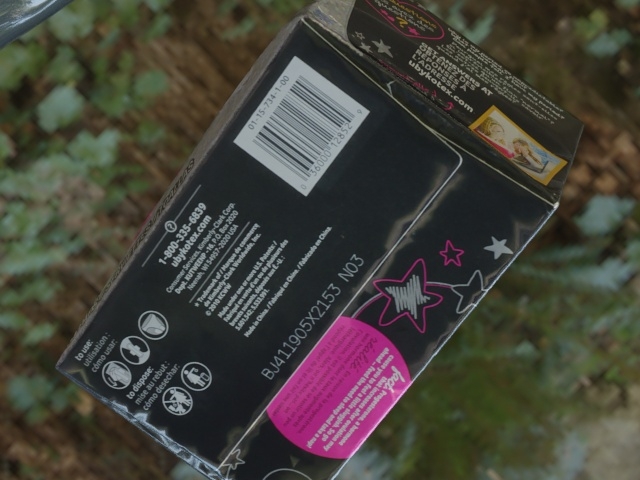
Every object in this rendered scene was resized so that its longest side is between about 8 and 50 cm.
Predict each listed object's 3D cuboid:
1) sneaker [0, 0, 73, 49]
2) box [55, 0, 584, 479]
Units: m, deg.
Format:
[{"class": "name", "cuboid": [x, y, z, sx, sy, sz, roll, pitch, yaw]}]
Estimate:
[{"class": "sneaker", "cuboid": [-0.145, -0.123, 0.478, 0.118, 0.222, 0.083, -46, -140, -3]}, {"class": "box", "cuboid": [0.000, 0.000, 0.930, 0.247, 0.163, 0.142, -53, -178, 24]}]
